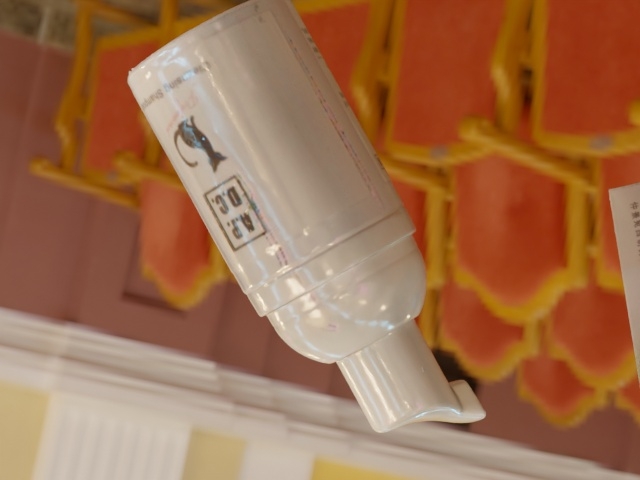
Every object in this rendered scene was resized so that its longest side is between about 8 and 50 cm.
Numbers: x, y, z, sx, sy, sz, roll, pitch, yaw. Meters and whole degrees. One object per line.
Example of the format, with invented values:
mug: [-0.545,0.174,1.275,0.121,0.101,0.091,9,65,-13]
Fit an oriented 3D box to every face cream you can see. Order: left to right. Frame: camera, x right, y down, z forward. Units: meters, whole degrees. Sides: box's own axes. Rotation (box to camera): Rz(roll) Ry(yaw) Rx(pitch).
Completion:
face cream: [0.000,0.000,1.331,0.145,0.369,0.145,-29,178,-1]

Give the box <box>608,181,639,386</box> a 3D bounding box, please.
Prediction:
box: [0.324,0.063,1.286,0.175,0.260,0.062,-14,149,17]
